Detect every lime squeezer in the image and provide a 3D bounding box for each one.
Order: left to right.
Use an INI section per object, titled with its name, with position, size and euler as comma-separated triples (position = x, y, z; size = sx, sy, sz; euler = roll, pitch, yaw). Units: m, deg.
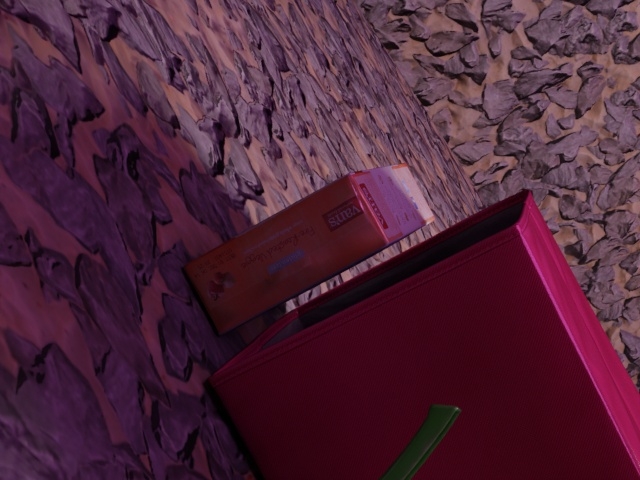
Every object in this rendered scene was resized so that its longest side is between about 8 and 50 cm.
[lime squeezer]
position = 0.016, 0.253, 0.697
size = 0.059, 0.110, 0.310
euler = 65, 32, -75

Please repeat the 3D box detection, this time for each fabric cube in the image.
[fabric cube]
position = 0.111, 0.137, 0.891
size = 0.258, 0.254, 0.259
euler = 61, 15, -1

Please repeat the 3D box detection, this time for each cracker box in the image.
[cracker box]
position = 0.000, 0.000, 0.956
size = 0.067, 0.156, 0.232
euler = 62, 15, 1
